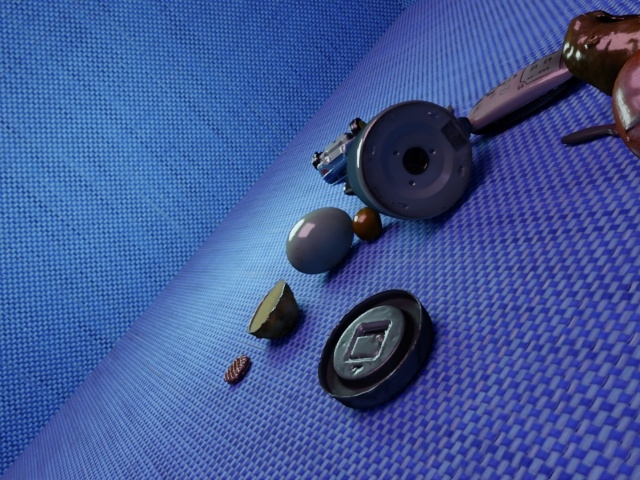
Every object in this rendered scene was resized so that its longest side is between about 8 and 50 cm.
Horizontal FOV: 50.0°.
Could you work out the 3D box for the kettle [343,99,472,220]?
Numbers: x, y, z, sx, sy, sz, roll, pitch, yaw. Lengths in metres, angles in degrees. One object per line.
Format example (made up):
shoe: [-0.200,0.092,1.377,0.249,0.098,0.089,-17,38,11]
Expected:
kettle: [0.205,-0.190,1.579,0.319,0.247,0.342,-29,6,-6]

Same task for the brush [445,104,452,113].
brush: [0.336,-0.301,1.828,0.042,0.039,0.299,-31,19,32]

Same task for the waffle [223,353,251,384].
waffle: [-0.206,0.321,1.693,0.075,0.029,0.083,-31,24,43]

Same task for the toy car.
toy car: [0.122,-0.238,1.987,0.198,0.166,0.314,-34,-9,29]

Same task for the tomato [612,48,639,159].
tomato: [0.511,-0.212,0.938,0.237,0.095,0.237,-23,57,41]

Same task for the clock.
clock: [0.094,0.185,1.181,0.226,0.049,0.226,-34,29,22]

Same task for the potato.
potato: [-0.102,0.178,1.688,0.164,0.081,0.200,-53,13,5]

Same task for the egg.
egg: [0.000,0.000,1.724,0.192,0.149,0.149,-41,16,-1]

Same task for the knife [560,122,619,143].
knife: [0.505,-0.191,1.171,0.035,0.018,0.247,-49,18,-20]

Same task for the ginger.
ginger: [0.552,-0.312,1.113,0.165,0.172,0.321,-26,17,-37]

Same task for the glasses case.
glasses case: [0.452,-0.329,1.521,0.314,0.075,0.122,-27,28,48]

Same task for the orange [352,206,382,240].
orange: [0.115,-0.041,1.671,0.085,0.085,0.085,-41,17,16]
